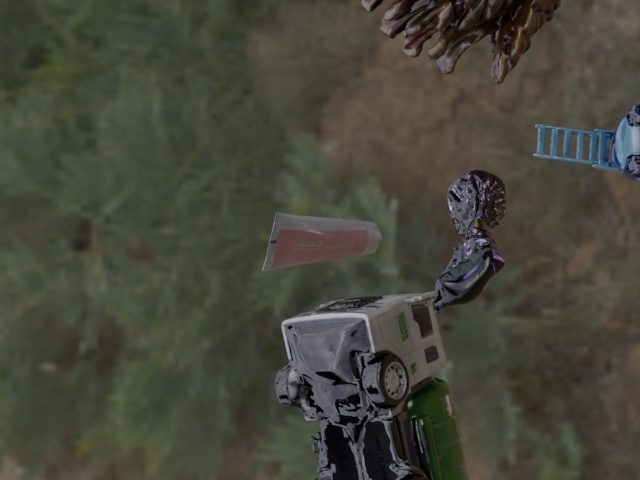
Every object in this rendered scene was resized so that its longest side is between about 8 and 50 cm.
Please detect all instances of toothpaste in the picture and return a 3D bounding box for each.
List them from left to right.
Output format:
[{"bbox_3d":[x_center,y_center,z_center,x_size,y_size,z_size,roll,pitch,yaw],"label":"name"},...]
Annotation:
[{"bbox_3d":[0.000,0.000,2.118,0.043,0.194,0.067,22,103,32],"label":"toothpaste"}]

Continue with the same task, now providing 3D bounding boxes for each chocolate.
[{"bbox_3d":[0.138,0.005,1.684,0.072,0.070,0.147,-42,28,37],"label":"chocolate"}]

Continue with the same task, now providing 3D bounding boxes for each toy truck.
[{"bbox_3d":[0.055,0.158,1.398,0.101,0.125,0.242,-6,100,40],"label":"toy truck"},{"bbox_3d":[0.251,-0.079,1.563,0.074,0.136,0.063,156,121,-73],"label":"toy truck"}]

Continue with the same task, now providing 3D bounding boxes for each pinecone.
[{"bbox_3d":[0.112,-0.219,1.461,0.150,0.195,0.179,23,97,47],"label":"pinecone"}]
